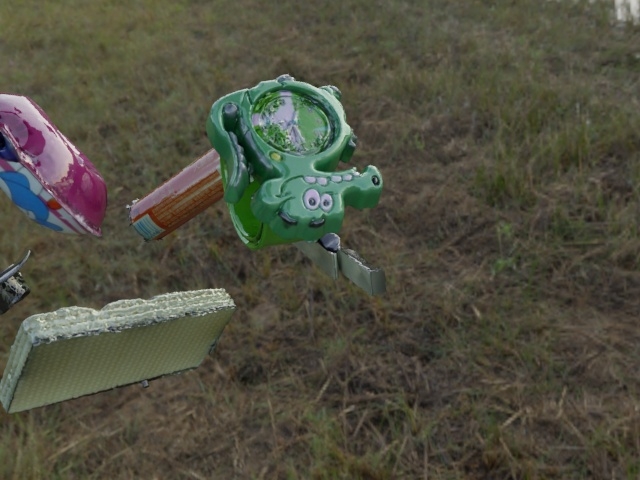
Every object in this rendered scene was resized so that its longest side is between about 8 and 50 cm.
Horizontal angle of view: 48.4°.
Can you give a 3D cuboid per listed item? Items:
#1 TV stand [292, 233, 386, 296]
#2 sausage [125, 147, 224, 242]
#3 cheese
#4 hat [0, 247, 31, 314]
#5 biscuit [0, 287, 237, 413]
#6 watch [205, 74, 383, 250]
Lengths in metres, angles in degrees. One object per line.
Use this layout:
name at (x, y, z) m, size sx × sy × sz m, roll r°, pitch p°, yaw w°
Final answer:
TV stand at (0.000, 0.000, 0.845) m, size 0.042 × 0.036 × 0.249 m, roll -17°, pitch 30°, yaw -23°
sausage at (-0.181, -0.086, 1.094) m, size 0.264 × 0.083 × 0.083 m, roll -29°, pitch 22°, yaw 25°
cheese at (-0.227, -0.069, 0.538) m, size 0.062 × 0.155 × 0.244 m, roll -39°, pitch -11°, yaw -7°
hat at (-0.401, 0.063, 0.895) m, size 0.121 × 0.050 × 0.121 m, roll -34°, pitch 10°, yaw 7°
biscuit at (-0.186, 0.099, 0.665) m, size 0.199 × 0.121 × 0.041 m, roll -6°, pitch 51°, yaw -41°
watch at (-0.041, -0.049, 0.631) m, size 0.131 × 0.152 × 0.165 m, roll -12°, pitch 67°, yaw -24°
